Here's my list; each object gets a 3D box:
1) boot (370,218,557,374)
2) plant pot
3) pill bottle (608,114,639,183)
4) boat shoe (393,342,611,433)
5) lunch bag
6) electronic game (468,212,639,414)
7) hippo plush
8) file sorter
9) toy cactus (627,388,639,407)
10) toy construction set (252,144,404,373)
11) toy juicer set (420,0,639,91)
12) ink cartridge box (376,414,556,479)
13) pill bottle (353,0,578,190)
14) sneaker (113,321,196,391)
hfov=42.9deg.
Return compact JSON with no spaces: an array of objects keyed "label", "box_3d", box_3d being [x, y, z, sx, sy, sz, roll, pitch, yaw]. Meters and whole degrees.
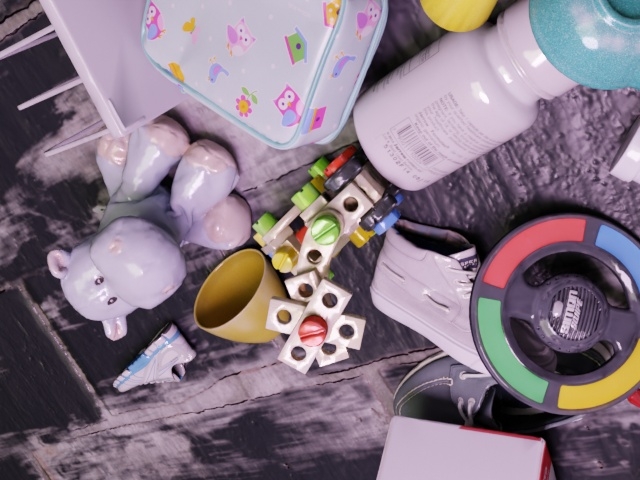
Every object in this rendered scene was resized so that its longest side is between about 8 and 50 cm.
[{"label":"boot","box_3d":[0.176,0.067,0.993,0.258,0.095,0.123,25,125,27]},{"label":"plant pot","box_3d":[-0.100,0.093,1.159,0.134,0.134,0.095,-20,132,34]},{"label":"pill bottle","box_3d":[0.394,-0.059,0.818,0.184,0.103,0.103,29,127,9]},{"label":"boat shoe","box_3d":[0.219,0.206,1.066,0.320,0.099,0.116,-20,108,34]},{"label":"lunch bag","box_3d":[-0.073,-0.238,0.903,0.279,0.108,0.224,37,125,27]},{"label":"electronic game","box_3d":[0.282,0.082,0.921,0.229,0.048,0.229,0,87,-3]},{"label":"hippo plush","box_3d":[-0.263,-0.020,1.084,0.294,0.236,0.234,-17,114,33]},{"label":"file sorter","box_3d":[-0.301,-0.269,0.996,0.173,0.193,0.277,-11,113,35]},{"label":"toy cactus","box_3d":[0.445,0.281,0.962,0.180,0.112,0.219,37,156,61]},{"label":"toy construction set","box_3d":[0.000,0.000,0.946,0.215,0.327,0.151,-43,108,15]},{"label":"toy juicer set","box_3d":[0.265,-0.234,0.731,0.329,0.209,0.089,22,166,-6]},{"label":"ink cartridge box","box_3d":[0.208,0.350,1.081,0.197,0.114,0.273,3,147,25]},{"label":"pill bottle","box_3d":[0.158,-0.157,0.862,0.229,0.131,0.131,-30,102,37]},{"label":"sneaker","box_3d":[-0.273,0.215,1.346,0.083,0.071,0.191,43,129,-9]}]
